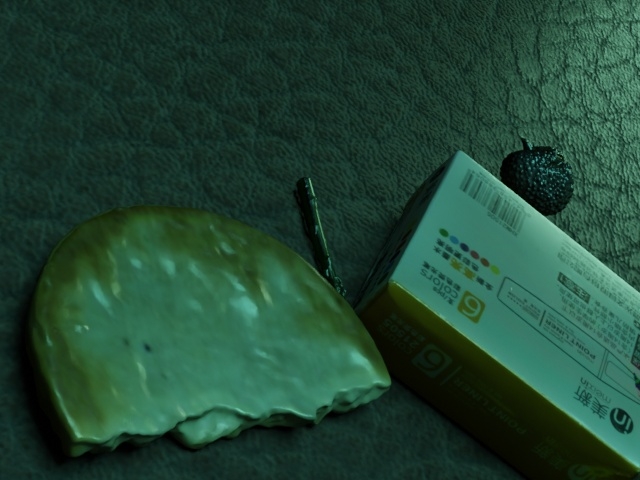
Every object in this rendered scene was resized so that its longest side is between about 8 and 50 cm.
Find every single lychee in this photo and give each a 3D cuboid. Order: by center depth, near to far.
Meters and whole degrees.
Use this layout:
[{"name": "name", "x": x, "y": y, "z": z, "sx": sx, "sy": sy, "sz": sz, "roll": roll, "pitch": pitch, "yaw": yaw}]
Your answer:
[{"name": "lychee", "x": 0.214, "y": -0.063, "z": 1.498, "sx": 0.067, "sy": 0.068, "sz": 0.083, "roll": 66, "pitch": 1, "yaw": -85}]

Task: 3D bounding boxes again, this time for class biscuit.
[{"name": "biscuit", "x": -0.098, "y": 0.061, "z": 1.138, "sx": 0.309, "sy": 0.040, "sz": 0.204, "roll": -5, "pitch": 57, "yaw": -43}]

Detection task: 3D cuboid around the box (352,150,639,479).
[{"name": "box", "x": 0.172, "y": 0.077, "z": 1.310, "sx": 0.274, "sy": 0.091, "sz": 0.221, "roll": 39, "pitch": 39, "yaw": -4}]

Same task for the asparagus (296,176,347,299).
[{"name": "asparagus", "x": 0.000, "y": 0.000, "z": 1.298, "sx": 0.015, "sy": 0.018, "sz": 0.127, "roll": 57, "pitch": 14, "yaw": -59}]
